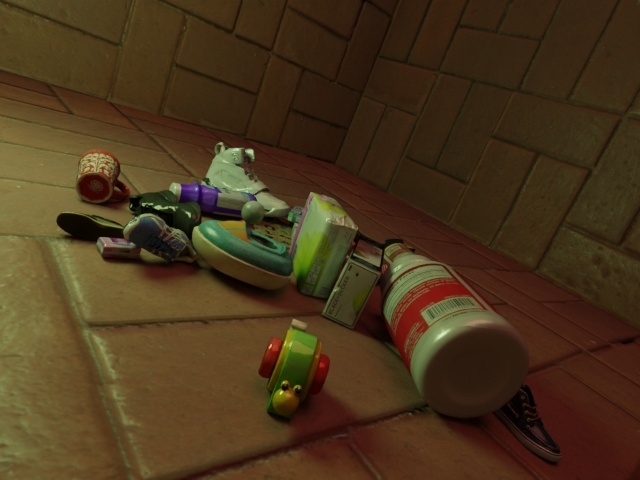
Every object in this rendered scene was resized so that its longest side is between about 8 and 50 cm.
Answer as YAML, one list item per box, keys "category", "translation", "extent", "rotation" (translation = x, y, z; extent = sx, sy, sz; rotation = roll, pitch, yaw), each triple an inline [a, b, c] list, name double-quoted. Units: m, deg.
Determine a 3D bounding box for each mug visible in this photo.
- category: "mug"
  translation: [-0.616, -0.176, 1.264]
  extent: [0.151, 0.113, 0.169]
  rotation: [12, 22, -26]

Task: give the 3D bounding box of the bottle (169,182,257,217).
- category: "bottle"
  translation: [-0.357, -0.136, 1.482]
  extent: [0.283, 0.092, 0.118]
  rotation: [8, 10, -35]

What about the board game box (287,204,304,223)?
- category: "board game box"
  translation: [-0.014, -0.077, 1.671]
  extent: [0.202, 0.035, 0.136]
  rotation: [18, 17, 4]

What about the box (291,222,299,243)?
- category: "box"
  translation: [-0.027, 0.003, 1.532]
  extent: [0.145, 0.038, 0.186]
  rotation: [19, 16, -10]

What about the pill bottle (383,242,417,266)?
- category: "pill bottle"
  translation: [0.300, 0.104, 1.518]
  extent: [0.121, 0.121, 0.216]
  rotation: [14, 19, -25]

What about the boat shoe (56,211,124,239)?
- category: "boat shoe"
  translation: [-0.523, -0.030, 1.022]
  extent: [0.152, 0.056, 0.049]
  rotation: [23, 8, -33]

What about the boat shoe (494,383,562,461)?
- category: "boat shoe"
  translation: [0.430, 0.363, 0.925]
  extent: [0.065, 0.083, 0.183]
  rotation: [11, 20, -34]

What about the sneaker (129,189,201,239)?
- category: "sneaker"
  translation: [-0.419, -0.064, 1.190]
  extent: [0.130, 0.108, 0.287]
  rotation: [-7, 19, -44]

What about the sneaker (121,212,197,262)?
- category: "sneaker"
  translation: [-0.359, -0.001, 1.019]
  extent: [0.081, 0.080, 0.211]
  rotation: [39, 5, 25]

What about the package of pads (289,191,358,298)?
- category: "package of pads"
  translation: [0.000, 0.000, 1.274]
  extent: [0.101, 0.229, 0.296]
  rotation: [17, 17, -16]

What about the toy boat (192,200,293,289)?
- category: "toy boat"
  translation: [-0.193, -0.006, 1.161]
  extent: [0.268, 0.148, 0.318]
  rotation: [25, 13, -17]

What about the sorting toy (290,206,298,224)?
- category: "sorting toy"
  translation: [-0.017, -0.070, 1.778]
  extent: [0.308, 0.041, 0.229]
  rotation: [28, 13, 16]

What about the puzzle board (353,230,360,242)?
- category: "puzzle board"
  translation: [0.100, -0.006, 1.606]
  extent: [0.128, 0.097, 0.011]
  rotation: [51, 16, -63]

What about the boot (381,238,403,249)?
- category: "boot"
  translation: [0.201, 0.062, 1.638]
  extent: [0.220, 0.106, 0.082]
  rotation: [-7, 22, 1]

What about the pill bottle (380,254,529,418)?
- category: "pill bottle"
  translation: [0.271, 0.186, 1.028]
  extent: [0.229, 0.228, 0.407]
  rotation: [18, 17, -13]

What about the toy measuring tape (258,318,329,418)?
- category: "toy measuring tape"
  translation: [-0.040, 0.193, 0.811]
  extent: [0.122, 0.121, 0.330]
  rotation: [21, 16, -3]

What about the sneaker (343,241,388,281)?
- category: "sneaker"
  translation: [0.147, 0.075, 1.526]
  extent: [0.128, 0.087, 0.221]
  rotation: [18, 26, -44]

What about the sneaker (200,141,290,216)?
- category: "sneaker"
  translation: [-0.266, -0.226, 1.657]
  extent: [0.366, 0.210, 0.137]
  rotation: [21, 15, 12]

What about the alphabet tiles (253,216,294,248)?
- category: "alphabet tiles"
  translation: [-0.130, -0.035, 1.610]
  extent: [0.286, 0.011, 0.342]
  rotation: [18, 17, -12]

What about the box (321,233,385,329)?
- category: "box"
  translation: [0.097, 0.100, 1.196]
  extent: [0.087, 0.169, 0.290]
  rotation: [26, 15, 4]

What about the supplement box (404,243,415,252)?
- category: "supplement box"
  translation: [0.318, 0.052, 1.775]
  extent: [0.056, 0.083, 0.083]
  rotation: [5, 22, -47]

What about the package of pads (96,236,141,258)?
- category: "package of pads"
  translation: [-0.450, 0.017, 0.990]
  extent: [0.083, 0.031, 0.050]
  rotation: [5, 26, -44]
